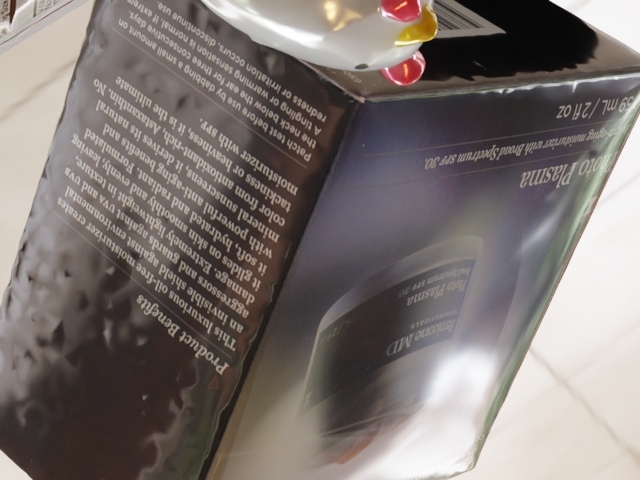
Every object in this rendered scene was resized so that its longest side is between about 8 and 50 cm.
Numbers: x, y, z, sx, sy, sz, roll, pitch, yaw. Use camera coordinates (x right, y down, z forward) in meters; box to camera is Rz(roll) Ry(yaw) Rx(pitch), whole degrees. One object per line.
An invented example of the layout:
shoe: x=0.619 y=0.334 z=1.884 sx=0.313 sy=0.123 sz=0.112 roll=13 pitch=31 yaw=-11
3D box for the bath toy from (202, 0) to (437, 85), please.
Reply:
bath toy: x=0.095 y=-0.196 z=0.720 sx=0.348 sy=0.151 sz=0.129 roll=-46 pitch=124 yaw=-7

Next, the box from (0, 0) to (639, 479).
box: x=0.000 y=0.000 z=0.968 sx=0.296 sy=0.182 sz=0.294 roll=-12 pitch=131 yaw=-50

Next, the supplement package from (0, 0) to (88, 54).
supplement package: x=-0.119 y=-0.136 z=0.312 sx=0.203 sy=0.194 sz=0.149 roll=-40 pitch=153 yaw=-37
